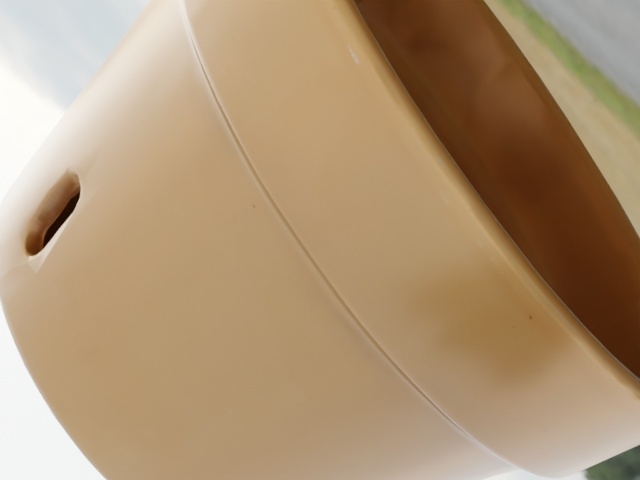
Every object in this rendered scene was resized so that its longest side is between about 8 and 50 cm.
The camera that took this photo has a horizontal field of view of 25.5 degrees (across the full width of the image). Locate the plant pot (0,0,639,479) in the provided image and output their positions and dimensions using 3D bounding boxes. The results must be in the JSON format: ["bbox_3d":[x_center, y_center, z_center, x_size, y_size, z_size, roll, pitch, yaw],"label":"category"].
[{"bbox_3d":[0.000,0.000,0.618,0.291,0.203,0.291,46,-159,-24],"label":"plant pot"}]
